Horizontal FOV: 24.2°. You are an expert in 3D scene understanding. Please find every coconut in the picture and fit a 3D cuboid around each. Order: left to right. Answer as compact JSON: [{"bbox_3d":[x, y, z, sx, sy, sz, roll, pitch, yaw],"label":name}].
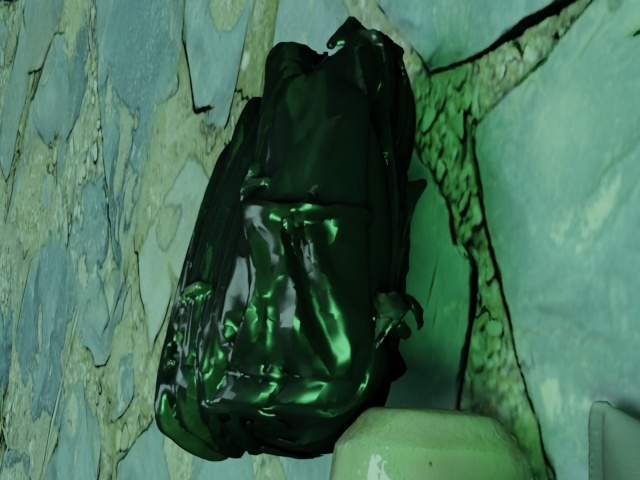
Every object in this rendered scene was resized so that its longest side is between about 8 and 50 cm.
[{"bbox_3d":[0.056,0.148,0.761,0.110,0.110,0.124,167,109,-65],"label":"coconut"}]

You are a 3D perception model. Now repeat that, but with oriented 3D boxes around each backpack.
[{"bbox_3d":[0.000,0.000,0.848,0.206,0.133,0.258,66,-149,-73],"label":"backpack"}]

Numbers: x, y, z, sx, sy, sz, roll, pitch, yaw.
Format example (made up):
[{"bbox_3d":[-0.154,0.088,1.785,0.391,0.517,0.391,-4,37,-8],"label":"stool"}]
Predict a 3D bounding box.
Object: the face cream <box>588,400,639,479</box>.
[{"bbox_3d":[0.160,0.138,0.544,0.314,0.089,0.143,170,100,-74],"label":"face cream"}]
